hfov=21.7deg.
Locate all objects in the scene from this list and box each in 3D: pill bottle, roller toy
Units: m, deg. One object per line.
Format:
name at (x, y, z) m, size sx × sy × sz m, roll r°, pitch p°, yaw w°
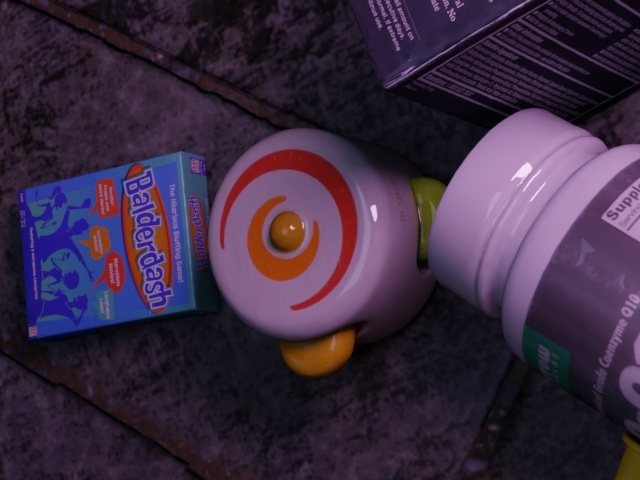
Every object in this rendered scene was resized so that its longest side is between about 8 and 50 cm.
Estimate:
pill bottle at (0.274, 0.051, 1.308) m, size 0.361 × 0.204 × 0.204 m, roll 34°, pitch 102°, yaw 29°
roller toy at (0.000, 0.000, 1.508) m, size 0.191 × 0.146 × 0.209 m, roll 40°, pitch 106°, yaw 28°

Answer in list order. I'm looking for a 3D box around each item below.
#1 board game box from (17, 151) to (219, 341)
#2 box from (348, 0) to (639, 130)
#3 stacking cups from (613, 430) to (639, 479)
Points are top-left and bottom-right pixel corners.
board game box at (-0.207, 0.009, 1.687) m, size 0.210 × 0.047 × 0.160 m, roll -12°, pitch 79°, yaw 28°
box at (0.206, -0.236, 1.326) m, size 0.294 × 0.296 × 0.182 m, roll -28°, pitch 71°, yaw 24°
stacking cups at (0.241, 0.318, 1.367) m, size 0.096 × 0.096 × 0.316 m, roll 22°, pitch 98°, yaw 30°
